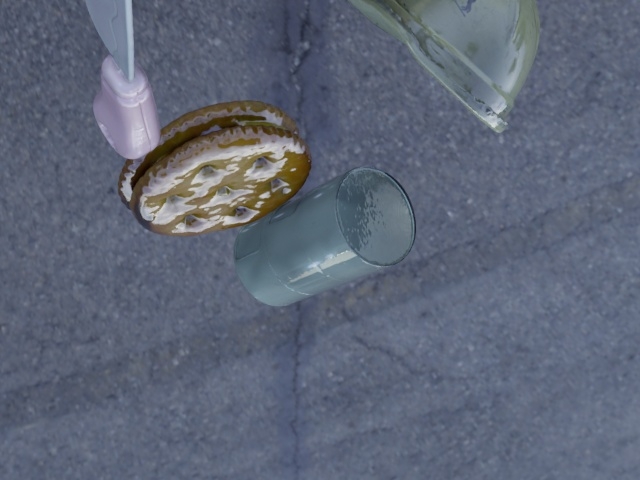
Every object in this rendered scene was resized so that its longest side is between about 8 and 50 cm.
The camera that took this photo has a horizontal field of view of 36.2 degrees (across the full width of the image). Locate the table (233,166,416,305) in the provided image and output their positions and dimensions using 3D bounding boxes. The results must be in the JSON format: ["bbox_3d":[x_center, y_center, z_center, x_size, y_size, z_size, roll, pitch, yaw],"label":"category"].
[{"bbox_3d":[0.000,0.000,1.220,0.126,0.126,0.220,12,158,-35],"label":"table"}]

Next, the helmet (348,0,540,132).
[{"bbox_3d":[0.134,-0.241,1.000,0.137,0.257,0.204,-50,155,12],"label":"helmet"}]

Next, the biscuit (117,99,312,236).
[{"bbox_3d":[-0.117,-0.073,1.100,0.221,0.066,0.220,-19,156,-9],"label":"biscuit"}]

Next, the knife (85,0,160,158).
[{"bbox_3d":[-0.159,-0.159,0.769,0.043,0.081,0.336,-33,169,-19],"label":"knife"}]
